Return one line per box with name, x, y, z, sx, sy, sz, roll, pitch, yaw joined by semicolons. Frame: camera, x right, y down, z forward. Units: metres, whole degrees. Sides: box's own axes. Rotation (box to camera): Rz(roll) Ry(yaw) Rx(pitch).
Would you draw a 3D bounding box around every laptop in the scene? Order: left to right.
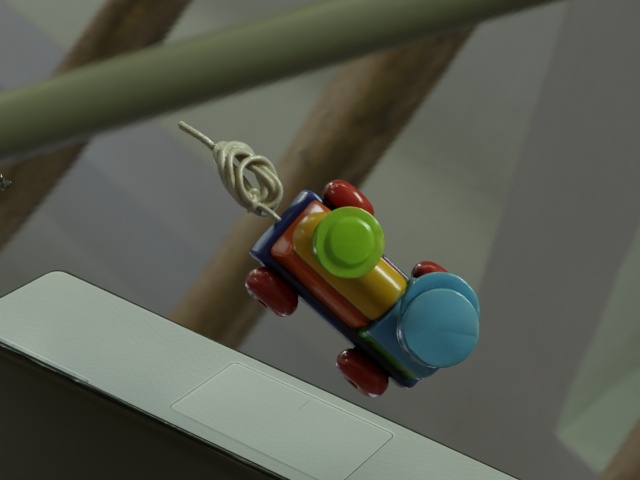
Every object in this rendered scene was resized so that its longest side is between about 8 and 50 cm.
laptop;-0.090;0.060;0.898;0.382;0.408;0.236;23;-62;21

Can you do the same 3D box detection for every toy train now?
toy train;0.000;0.000;1.203;0.248;0.105;0.143;42;-10;-6

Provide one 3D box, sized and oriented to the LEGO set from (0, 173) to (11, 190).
LEGO set;-0.213;-0.008;1.019;0.023;0.083;0.054;21;-30;37
